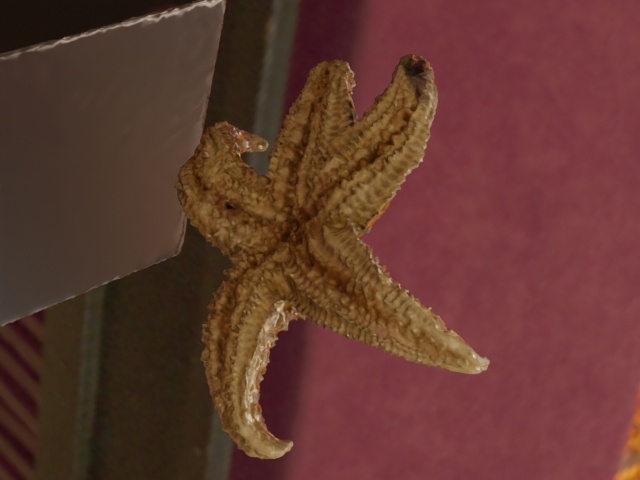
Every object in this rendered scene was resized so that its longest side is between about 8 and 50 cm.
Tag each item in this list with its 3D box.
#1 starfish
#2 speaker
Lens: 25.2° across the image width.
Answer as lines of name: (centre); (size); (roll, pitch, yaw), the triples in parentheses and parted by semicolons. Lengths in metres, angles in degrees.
starfish: (-0.001, 0.000, 0.762); (0.071, 0.216, 0.238); (37, 72, -47)
speaker: (-0.225, -0.083, 0.960); (0.254, 0.184, 0.232); (-24, 141, -40)
